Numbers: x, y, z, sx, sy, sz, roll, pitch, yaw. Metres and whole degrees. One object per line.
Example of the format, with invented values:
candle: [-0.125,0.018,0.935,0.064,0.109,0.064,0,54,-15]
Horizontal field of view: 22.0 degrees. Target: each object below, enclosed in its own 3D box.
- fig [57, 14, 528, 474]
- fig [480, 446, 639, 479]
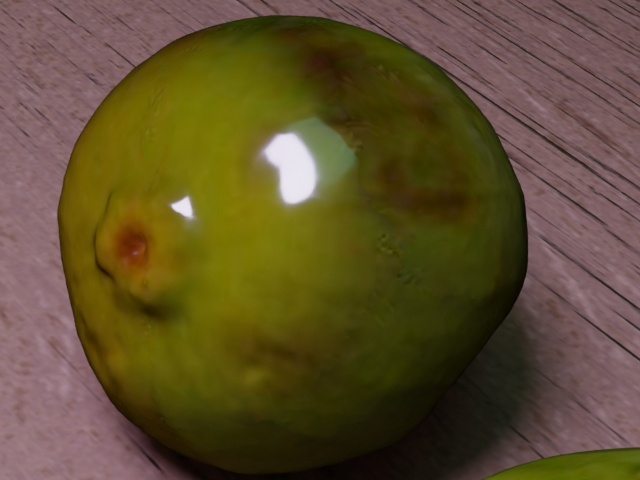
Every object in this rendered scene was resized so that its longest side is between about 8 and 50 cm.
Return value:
fig: [0.003,-0.003,0.748,0.230,0.207,0.207,-7,38,-28]
fig: [0.078,0.157,0.515,0.314,0.233,0.233,33,41,22]
